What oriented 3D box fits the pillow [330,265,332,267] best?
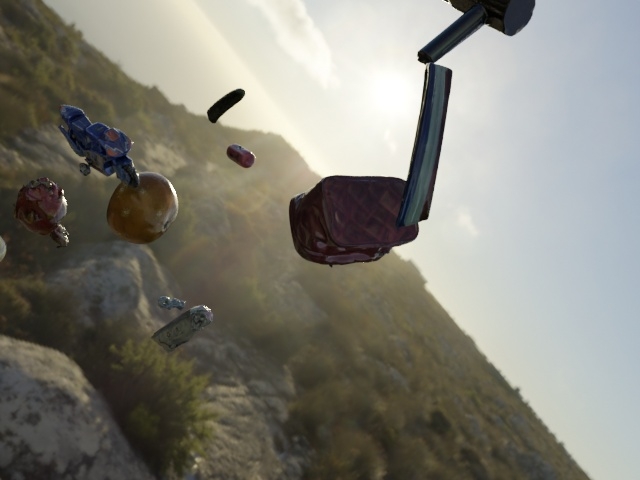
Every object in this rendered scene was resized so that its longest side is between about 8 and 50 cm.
[{"bbox_3d":[0.001,0.000,2.088,0.150,0.048,0.090,49,-18,17],"label":"pillow"}]

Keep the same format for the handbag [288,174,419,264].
[{"bbox_3d":[0.059,-0.038,1.331,0.225,0.135,0.146,-3,75,-34],"label":"handbag"}]

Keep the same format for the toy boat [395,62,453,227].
[{"bbox_3d":[0.143,-0.127,1.010,0.046,0.228,0.080,8,6,0],"label":"toy boat"}]

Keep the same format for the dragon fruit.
[{"bbox_3d":[-0.701,-0.058,1.883,0.246,0.125,0.125,80,12,-55],"label":"dragon fruit"}]

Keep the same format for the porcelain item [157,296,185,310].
[{"bbox_3d":[-0.410,0.172,2.001,0.083,0.036,0.028,21,15,-45],"label":"porcelain item"}]

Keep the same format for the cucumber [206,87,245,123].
[{"bbox_3d":[-0.341,-0.494,2.650,0.058,0.215,0.052,42,48,-21],"label":"cucumber"}]

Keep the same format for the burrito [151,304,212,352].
[{"bbox_3d":[-0.315,0.203,1.669,0.064,0.203,0.064,27,46,-32],"label":"burrito"}]

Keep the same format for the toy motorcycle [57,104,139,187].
[{"bbox_3d":[-0.413,-0.176,1.374,0.205,0.076,0.114,31,-40,26],"label":"toy motorcycle"}]

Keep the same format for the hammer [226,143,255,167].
[{"bbox_3d":[-0.177,-0.189,1.628,0.083,0.043,0.043,35,-9,49],"label":"hammer"}]

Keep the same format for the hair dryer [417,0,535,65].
[{"bbox_3d":[0.305,-0.521,1.700,0.244,0.302,0.116,39,-19,36],"label":"hair dryer"}]

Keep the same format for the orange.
[{"bbox_3d":[-0.363,-0.064,1.514,0.124,0.156,0.156,38,0,17],"label":"orange"}]

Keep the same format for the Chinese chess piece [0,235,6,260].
[{"bbox_3d":[-0.795,0.009,1.707,0.122,0.122,0.051,49,43,-25],"label":"Chinese chess piece"}]
